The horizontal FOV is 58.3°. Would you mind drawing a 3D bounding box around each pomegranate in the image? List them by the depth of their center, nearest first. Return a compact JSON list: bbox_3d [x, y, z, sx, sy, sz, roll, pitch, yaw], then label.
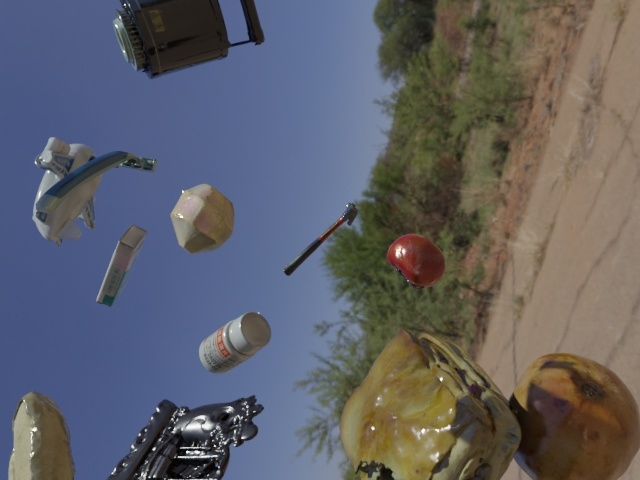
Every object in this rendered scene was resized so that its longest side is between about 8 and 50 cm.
[{"bbox_3d":[0.381,0.278,0.884,0.207,0.207,0.207,11,-90,-81],"label":"pomegranate"}]

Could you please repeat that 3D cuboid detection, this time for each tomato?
[{"bbox_3d":[0.308,0.062,1.822,0.151,0.187,0.187,-43,-6,7],"label":"tomato"}]

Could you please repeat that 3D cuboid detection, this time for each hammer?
[{"bbox_3d":[0.000,0.000,1.700,0.287,0.033,0.111,-43,13,9],"label":"hammer"}]

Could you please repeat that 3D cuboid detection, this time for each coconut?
[{"bbox_3d":[-0.396,-0.066,1.917,0.237,0.197,0.237,-37,32,27],"label":"coconut"}]

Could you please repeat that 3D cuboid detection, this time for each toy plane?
[{"bbox_3d":[-0.585,-0.114,1.336,0.267,0.122,0.267,3,-90,-88],"label":"toy plane"}]

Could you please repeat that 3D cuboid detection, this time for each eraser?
[{"bbox_3d":[-0.537,0.071,1.548,0.225,0.052,0.095,-59,9,30],"label":"eraser"}]

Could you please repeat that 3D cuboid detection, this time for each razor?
[{"bbox_3d":[-0.286,-0.082,0.723,0.191,0.068,0.037,-53,-30,-60],"label":"razor"}]

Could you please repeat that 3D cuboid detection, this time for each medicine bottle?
[{"bbox_3d":[-0.285,0.343,1.918,0.252,0.144,0.144,-33,23,36],"label":"medicine bottle"}]

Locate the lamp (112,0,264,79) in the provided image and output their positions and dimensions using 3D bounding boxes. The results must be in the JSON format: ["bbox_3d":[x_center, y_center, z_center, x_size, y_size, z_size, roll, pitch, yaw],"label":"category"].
[{"bbox_3d":[-0.363,-0.523,1.418,0.272,0.374,0.205,-33,-61,-34],"label":"lamp"}]

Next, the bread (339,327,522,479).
[{"bbox_3d":[0.156,0.320,0.964,0.314,0.191,0.370,-62,6,13],"label":"bread"}]

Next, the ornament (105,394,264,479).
[{"bbox_3d":[-0.223,0.387,1.023,0.106,0.260,0.251,62,-144,-27],"label":"ornament"}]

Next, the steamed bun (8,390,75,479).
[{"bbox_3d":[-0.556,0.441,1.155,0.212,0.110,0.231,-48,50,37],"label":"steamed bun"}]
